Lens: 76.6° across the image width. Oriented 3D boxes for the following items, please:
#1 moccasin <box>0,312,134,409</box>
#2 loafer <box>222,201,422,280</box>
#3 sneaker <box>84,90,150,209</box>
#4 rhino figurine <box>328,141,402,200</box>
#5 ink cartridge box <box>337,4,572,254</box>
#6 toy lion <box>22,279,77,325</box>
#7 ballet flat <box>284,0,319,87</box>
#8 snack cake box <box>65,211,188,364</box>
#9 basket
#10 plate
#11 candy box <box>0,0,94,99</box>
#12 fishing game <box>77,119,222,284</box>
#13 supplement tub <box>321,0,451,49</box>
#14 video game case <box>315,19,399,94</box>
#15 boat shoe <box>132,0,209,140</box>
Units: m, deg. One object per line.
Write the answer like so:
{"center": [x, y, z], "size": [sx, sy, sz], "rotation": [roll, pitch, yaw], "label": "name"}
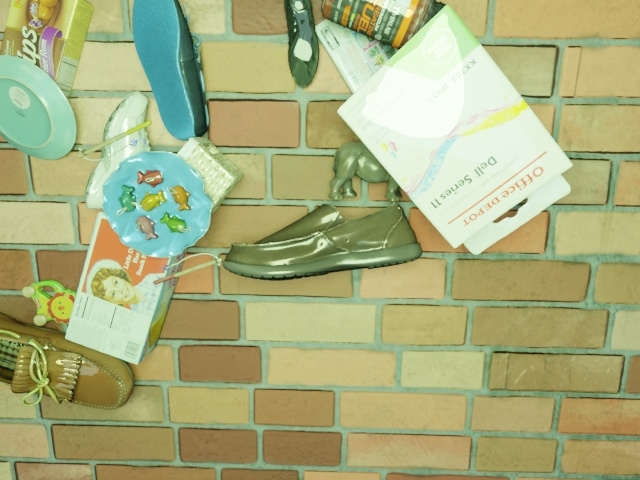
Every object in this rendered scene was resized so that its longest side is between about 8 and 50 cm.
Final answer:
{"center": [-0.561, 0.244, 0.799], "size": [0.380, 0.147, 0.139], "rotation": [27, 100, -4], "label": "moccasin"}
{"center": [0.000, 0.000, 0.764], "size": [0.366, 0.134, 0.130], "rotation": [-6, 83, -6], "label": "loafer"}
{"center": [-0.351, -0.157, 0.759], "size": [0.115, 0.090, 0.232], "rotation": [18, 89, -34], "label": "sneaker"}
{"center": [0.137, -0.128, 0.750], "size": [0.243, 0.073, 0.106], "rotation": [1, 104, 0], "label": "rhino figurine"}
{"center": [0.222, -0.138, 0.631], "size": [0.207, 0.119, 0.353], "rotation": [-40, 98, 21], "label": "ink cartridge box"}
{"center": [-0.545, 0.127, 0.838], "size": [0.096, 0.034, 0.100], "rotation": [-16, 100, -3], "label": "toy lion"}
{"center": [-0.032, -0.366, 0.727], "size": [0.057, 0.049, 0.173], "rotation": [-4, 107, -2], "label": "ballet flat"}
{"center": [-0.375, 0.088, 0.795], "size": [0.152, 0.089, 0.264], "rotation": [21, 101, -1], "label": "snack cake box"}
{"center": [-0.233, -0.093, 0.746], "size": [0.103, 0.113, 0.167], "rotation": [40, 100, -10], "label": "basket"}
{"center": [-0.537, -0.232, 0.733], "size": [0.188, 0.024, 0.188], "rotation": [6, 123, 9], "label": "plate"}
{"center": [-0.497, -0.358, 0.729], "size": [0.109, 0.053, 0.187], "rotation": [23, 100, -4], "label": "candy box"}
{"center": [-0.274, -0.055, 0.677], "size": [0.189, 0.041, 0.264], "rotation": [-18, 106, 5], "label": "fishing game"}
{"center": [0.108, -0.384, 0.664], "size": [0.198, 0.106, 0.106], "rotation": [21, 101, -2], "label": "supplement tub"}
{"center": [0.089, -0.355, 0.734], "size": [0.143, 0.019, 0.157], "rotation": [-32, 98, 7], "label": "video game case"}
{"center": [-0.262, -0.310, 0.719], "size": [0.109, 0.089, 0.258], "rotation": [1, 107, 14], "label": "boat shoe"}
